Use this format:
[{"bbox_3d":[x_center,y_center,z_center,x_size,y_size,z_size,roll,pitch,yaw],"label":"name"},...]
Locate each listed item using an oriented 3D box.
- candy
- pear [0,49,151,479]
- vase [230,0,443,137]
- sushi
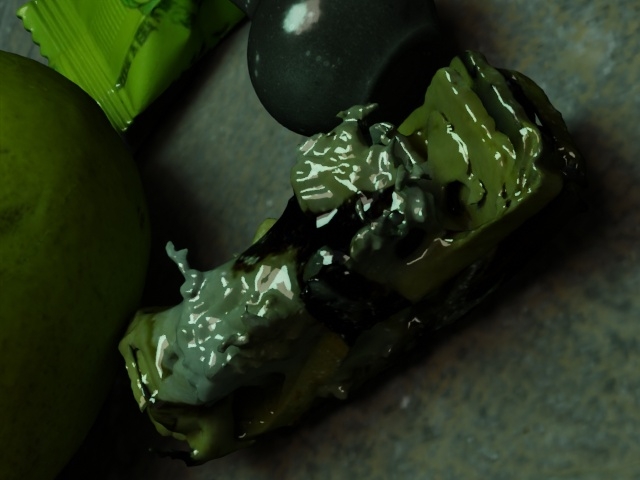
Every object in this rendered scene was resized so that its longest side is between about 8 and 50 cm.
[{"bbox_3d":[-0.082,-0.177,1.153,0.246,0.069,0.149,-40,51,15],"label":"candy"},{"bbox_3d":[-0.228,0.031,1.055,0.253,0.253,0.307,-15,54,30],"label":"pear"},{"bbox_3d":[-0.020,-0.139,1.043,0.183,0.120,0.120,37,96,21],"label":"vase"},{"bbox_3d":[0.004,0.002,0.985,0.291,0.131,0.139,-40,57,25],"label":"sushi"}]
